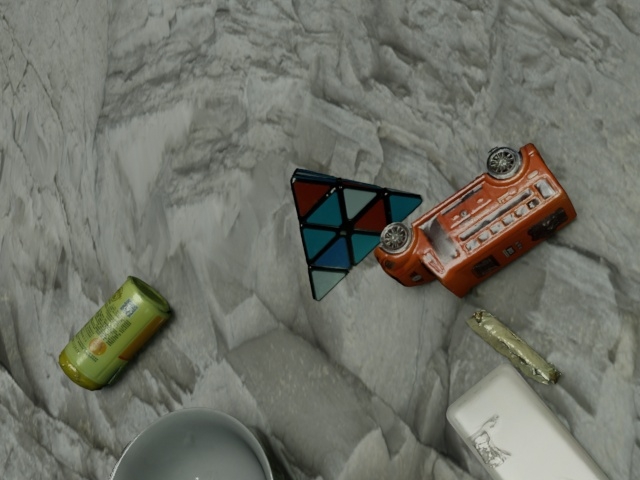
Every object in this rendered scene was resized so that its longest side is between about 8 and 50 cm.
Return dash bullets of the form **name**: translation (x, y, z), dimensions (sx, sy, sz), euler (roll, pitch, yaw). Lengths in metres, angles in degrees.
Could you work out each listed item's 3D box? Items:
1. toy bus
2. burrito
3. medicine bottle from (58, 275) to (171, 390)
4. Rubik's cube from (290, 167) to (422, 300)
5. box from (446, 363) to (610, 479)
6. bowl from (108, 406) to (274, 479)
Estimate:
- **toy bus**: translation (0.260, -0.014, 1.556), dimensions (0.329, 0.143, 0.153), euler (-34, 60, 10)
- **burrito**: translation (0.317, 0.179, 1.517), dimensions (0.185, 0.045, 0.041), euler (44, 137, 33)
- **medicine bottle**: translation (-0.414, 0.192, 1.826), dimensions (0.239, 0.124, 0.124), euler (-48, 59, 4)
- **Rubik's cube**: translation (0.000, 0.000, 1.674), dimensions (0.284, 0.250, 0.234), euler (15, 98, 25)
- **box**: translation (0.333, 0.340, 1.449), dimensions (0.142, 0.044, 0.285), euler (-41, 59, 5)
- **bowl**: translation (-0.196, 0.473, 1.592), dimensions (0.346, 0.157, 0.345), euler (-8, 69, 23)
